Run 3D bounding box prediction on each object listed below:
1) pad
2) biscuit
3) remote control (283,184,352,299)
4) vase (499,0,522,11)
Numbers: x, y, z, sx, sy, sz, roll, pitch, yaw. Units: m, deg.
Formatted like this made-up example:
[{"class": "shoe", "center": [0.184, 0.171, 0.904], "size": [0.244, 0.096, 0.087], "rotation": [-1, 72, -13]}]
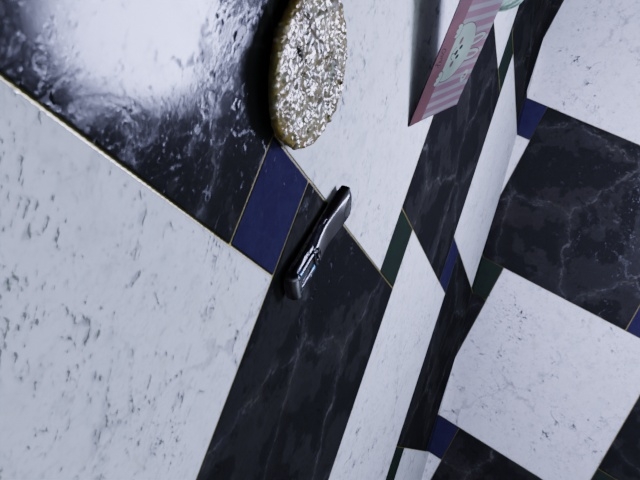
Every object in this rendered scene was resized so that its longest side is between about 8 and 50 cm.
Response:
[{"class": "pad", "center": [0.275, -0.369, 1.331], "size": [0.202, 0.005, 0.300], "rotation": [-30, 150, -44]}, {"class": "biscuit", "center": [-0.013, -0.220, 0.858], "size": [0.220, 0.033, 0.220], "rotation": [14, 90, -70]}, {"class": "remote control", "center": [0.000, 0.000, 1.044], "size": [0.212, 0.028, 0.059], "rotation": [-59, 153, -35]}, {"class": "vase", "center": [0.319, -0.545, 1.327], "size": [0.299, 0.143, 0.143], "rotation": [-13, 116, -62]}]
